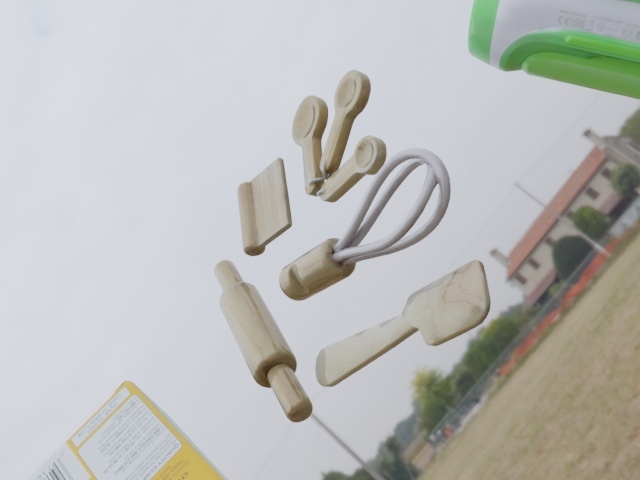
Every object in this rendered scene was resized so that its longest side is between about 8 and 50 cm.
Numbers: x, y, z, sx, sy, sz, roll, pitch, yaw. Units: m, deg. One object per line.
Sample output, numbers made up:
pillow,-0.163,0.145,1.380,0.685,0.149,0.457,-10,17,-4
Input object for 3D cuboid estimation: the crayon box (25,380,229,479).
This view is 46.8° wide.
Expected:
crayon box,-0.151,0.288,0.643,0.203,0.323,0.083,-45,-48,-15

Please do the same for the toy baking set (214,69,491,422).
toy baking set,-0.003,0.005,0.454,0.030,0.256,0.196,12,-61,-32

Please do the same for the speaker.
speaker,0.290,-0.187,0.659,0.131,0.297,0.131,18,-90,-74
